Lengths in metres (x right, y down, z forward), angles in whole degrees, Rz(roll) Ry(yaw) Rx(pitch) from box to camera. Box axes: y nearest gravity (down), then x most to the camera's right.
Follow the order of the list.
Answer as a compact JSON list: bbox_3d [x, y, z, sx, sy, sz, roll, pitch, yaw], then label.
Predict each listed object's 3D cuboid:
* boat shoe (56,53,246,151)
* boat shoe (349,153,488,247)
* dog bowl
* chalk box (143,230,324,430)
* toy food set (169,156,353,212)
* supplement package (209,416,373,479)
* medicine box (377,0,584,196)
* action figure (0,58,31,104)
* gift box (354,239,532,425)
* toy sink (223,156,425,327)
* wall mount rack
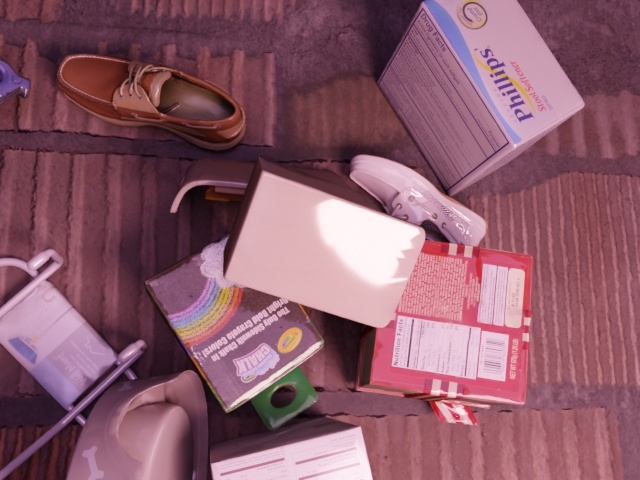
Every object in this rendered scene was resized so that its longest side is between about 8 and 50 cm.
[{"bbox_3d":[-0.279,-0.253,1.098,0.324,0.120,0.122,15,76,-7],"label":"boat shoe"},{"bbox_3d":[0.163,-0.053,1.144,0.277,0.098,0.096,30,74,-4],"label":"boat shoe"},{"bbox_3d":[-0.242,0.348,0.875,0.102,0.349,0.348,2,78,4],"label":"dog bowl"},{"bbox_3d":[-0.120,0.151,1.013,0.180,0.179,0.289,-32,86,-15],"label":"chalk box"},{"bbox_3d":[-0.081,-0.063,1.051,0.306,0.220,0.092,5,105,-8],"label":"toy food set"},{"bbox_3d":[-0.048,0.355,0.936,0.204,0.262,0.145,-10,80,-12],"label":"supplement package"},{"bbox_3d":[0.254,-0.252,1.102,0.149,0.289,0.263,-30,85,-14],"label":"medicine box"},{"bbox_3d":[-0.666,-0.264,1.012,0.341,0.178,0.330,37,68,-26],"label":"action figure"},{"bbox_3d":[0.199,0.152,1.022,0.276,0.258,0.255,13,76,0],"label":"gift box"},{"bbox_3d":[0.000,0.000,0.893,0.234,0.131,0.152,18,103,-12],"label":"toy sink"},{"bbox_3d":[-0.447,0.190,0.971,0.350,0.130,0.304,45,75,2],"label":"wall mount rack"}]
